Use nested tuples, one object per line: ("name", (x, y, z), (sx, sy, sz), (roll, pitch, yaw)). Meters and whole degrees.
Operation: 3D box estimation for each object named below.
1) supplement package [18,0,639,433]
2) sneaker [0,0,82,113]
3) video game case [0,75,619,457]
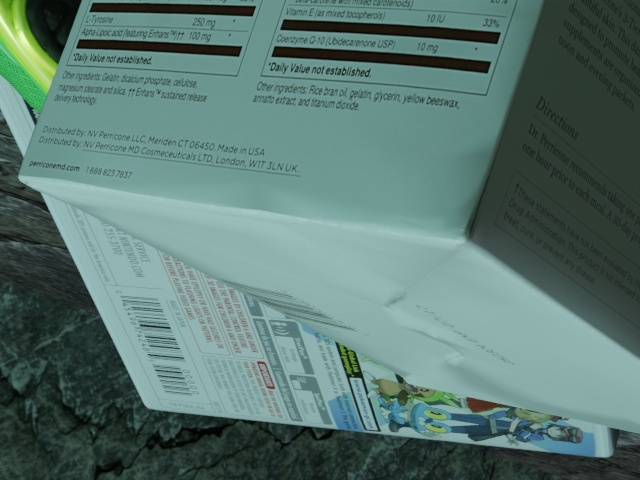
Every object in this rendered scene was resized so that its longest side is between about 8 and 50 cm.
("supplement package", (0.059, -0.069, 0.466), (0.149, 0.203, 0.194), (9, 165, 39))
("sneaker", (-0.149, -0.144, 0.563), (0.295, 0.109, 0.123), (45, 149, -19))
("video game case", (0.000, 0.000, 0.891), (0.299, 0.036, 0.329), (4, 140, 19))
